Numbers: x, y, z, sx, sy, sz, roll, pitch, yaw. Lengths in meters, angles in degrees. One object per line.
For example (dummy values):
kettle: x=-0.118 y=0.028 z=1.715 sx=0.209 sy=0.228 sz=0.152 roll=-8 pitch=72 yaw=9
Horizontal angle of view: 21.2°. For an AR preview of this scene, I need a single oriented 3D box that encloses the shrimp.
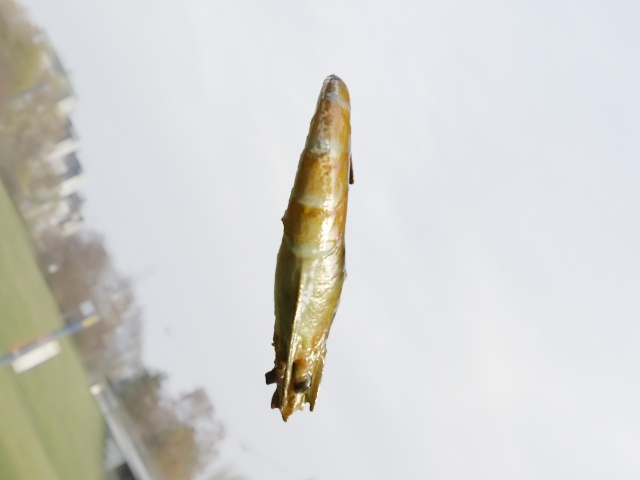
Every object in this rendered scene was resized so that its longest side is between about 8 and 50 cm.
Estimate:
shrimp: x=0.000 y=0.000 z=0.563 sx=0.083 sy=0.023 sz=0.114 roll=-71 pitch=168 yaw=-72
